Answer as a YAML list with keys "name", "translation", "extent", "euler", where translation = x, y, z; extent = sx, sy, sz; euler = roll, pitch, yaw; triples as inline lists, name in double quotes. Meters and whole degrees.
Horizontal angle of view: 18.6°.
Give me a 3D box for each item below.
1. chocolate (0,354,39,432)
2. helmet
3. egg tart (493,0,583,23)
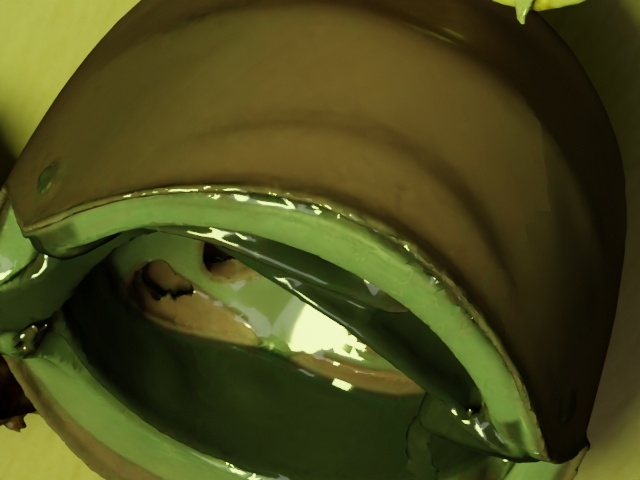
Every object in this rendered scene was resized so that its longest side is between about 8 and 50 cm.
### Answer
- name: "chocolate"
  translation: [-0.204, 0.060, 0.999]
  extent: [0.177, 0.224, 0.206]
  euler: [35, 93, -30]
- name: "helmet"
  translation: [0.000, 0.000, 0.839]
  extent: [0.271, 0.197, 0.338]
  euler: [22, 156, 1]
- name: "egg tart"
  translation: [0.120, -0.200, 0.727]
  extent: [0.232, 0.098, 0.252]
  euler: [26, 101, 37]
